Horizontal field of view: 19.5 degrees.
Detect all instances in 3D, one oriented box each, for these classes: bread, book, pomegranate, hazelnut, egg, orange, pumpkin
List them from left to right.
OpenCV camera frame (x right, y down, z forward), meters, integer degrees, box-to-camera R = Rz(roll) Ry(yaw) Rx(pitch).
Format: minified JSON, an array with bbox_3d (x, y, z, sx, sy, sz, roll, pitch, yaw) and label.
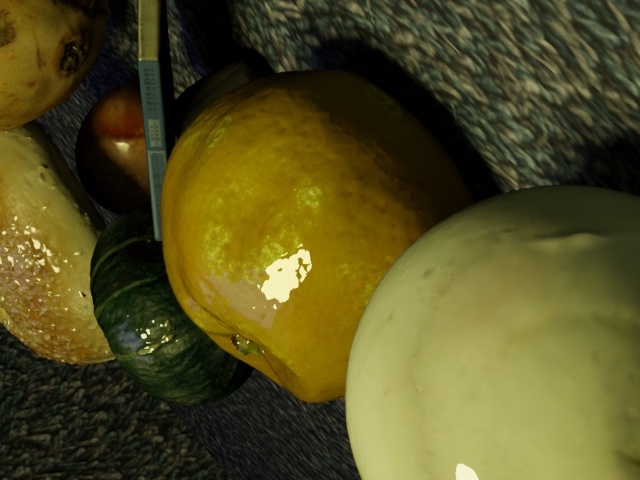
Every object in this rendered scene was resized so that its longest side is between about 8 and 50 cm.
[{"bbox_3d":[-0.336,-0.240,1.896,0.260,0.260,0.260,47,165,17],"label":"pomegranate"},{"bbox_3d":[-0.308,0.005,2.022,0.305,0.159,0.305,53,167,18],"label":"bread"},{"bbox_3d":[-0.196,-0.101,2.074,0.150,0.150,0.150,47,165,17],"label":"hazelnut"},{"bbox_3d":[-0.151,-0.151,1.710,0.269,0.025,0.190,93,175,-56],"label":"book"},{"bbox_3d":[-0.140,0.062,1.853,0.211,0.152,0.211,56,-173,-11],"label":"pumpkin"},{"bbox_3d":[0.000,0.000,1.482,0.279,0.235,0.279,46,171,9],"label":"orange"},{"bbox_3d":[0.153,0.104,1.177,0.283,0.283,0.345,56,170,-15],"label":"egg"}]

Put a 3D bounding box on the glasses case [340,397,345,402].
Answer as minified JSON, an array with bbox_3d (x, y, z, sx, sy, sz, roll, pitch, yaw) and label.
[{"bbox_3d":[0.033,0.127,1.941,0.123,0.075,0.316,28,-178,-37],"label":"glasses case"}]

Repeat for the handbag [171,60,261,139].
[{"bbox_3d":[-0.044,-0.031,1.799,0.285,0.113,0.257,52,174,-6],"label":"handbag"}]
